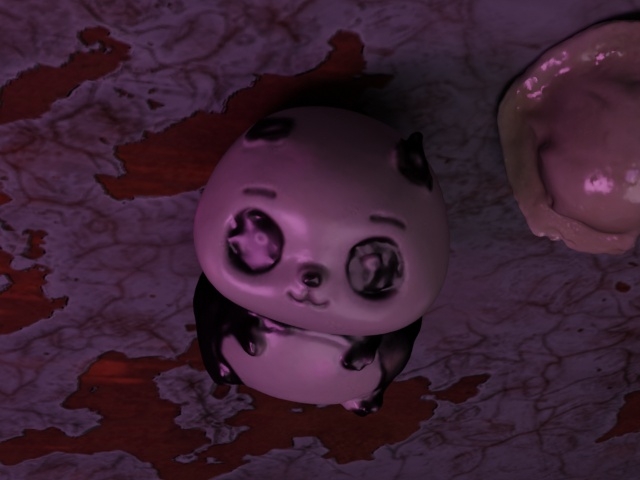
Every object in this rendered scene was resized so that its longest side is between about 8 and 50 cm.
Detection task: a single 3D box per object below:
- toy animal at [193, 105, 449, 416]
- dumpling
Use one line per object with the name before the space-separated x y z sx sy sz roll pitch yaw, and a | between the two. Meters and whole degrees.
toy animal | -0.002 0.008 1.089 0.187 0.165 0.235 11 144 -2
dumpling | 0.208 -0.082 1.092 0.155 0.181 0.111 18 -177 8
